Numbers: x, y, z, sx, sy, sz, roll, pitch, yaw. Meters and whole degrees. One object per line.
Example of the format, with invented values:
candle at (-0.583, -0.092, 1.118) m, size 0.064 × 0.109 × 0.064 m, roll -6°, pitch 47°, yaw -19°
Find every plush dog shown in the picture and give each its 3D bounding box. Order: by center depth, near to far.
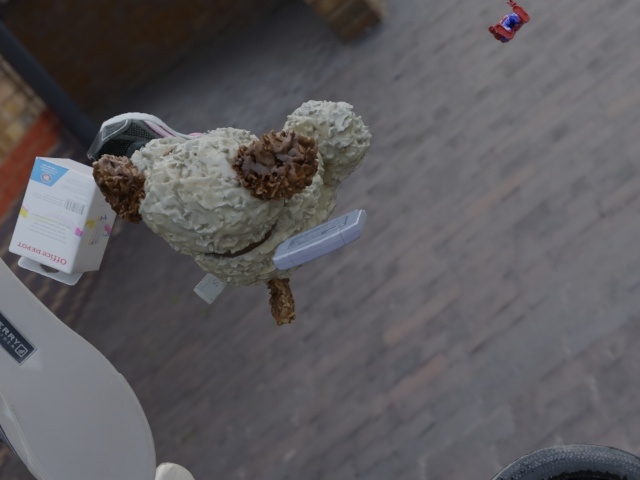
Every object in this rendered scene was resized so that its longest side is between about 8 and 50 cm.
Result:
plush dog at (-0.090, -0.034, 1.451) m, size 0.263 × 0.210 × 0.225 m, roll -12°, pitch -16°, yaw 20°

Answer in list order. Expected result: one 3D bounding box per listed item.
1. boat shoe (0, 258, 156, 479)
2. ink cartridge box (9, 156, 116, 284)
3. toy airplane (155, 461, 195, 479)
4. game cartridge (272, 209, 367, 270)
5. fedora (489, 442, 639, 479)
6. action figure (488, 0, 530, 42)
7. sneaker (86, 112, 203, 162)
boat shoe at (-0.298, 0.129, 1.461) m, size 0.127 × 0.340 × 0.158 m, roll -39°, pitch 7°, yaw -25°
ink cartridge box at (-0.322, -0.024, 1.896) m, size 0.090 × 0.092 × 0.143 m, roll -8°, pitch -62°, yaw -73°
toy airplane at (-0.277, 0.511, 1.836) m, size 0.384 × 0.386 × 0.272 m, roll -19°, pitch -6°, yaw -15°
game cartridge at (0.000, 0.000, 1.295) m, size 0.083 × 0.017 × 0.056 m, roll -23°, pitch 10°, yaw 15°
fedora at (0.288, 0.398, 1.679) m, size 0.334 × 0.334 × 0.152 m, roll -42°, pitch -10°, yaw -5°
action figure at (0.180, -0.207, 1.428) m, size 0.038 × 0.030 × 0.115 m, roll -52°, pitch -2°, yaw 7°
sneaker at (-0.169, -0.091, 1.672) m, size 0.077 × 0.178 × 0.072 m, roll 50°, pitch 126°, yaw 46°
